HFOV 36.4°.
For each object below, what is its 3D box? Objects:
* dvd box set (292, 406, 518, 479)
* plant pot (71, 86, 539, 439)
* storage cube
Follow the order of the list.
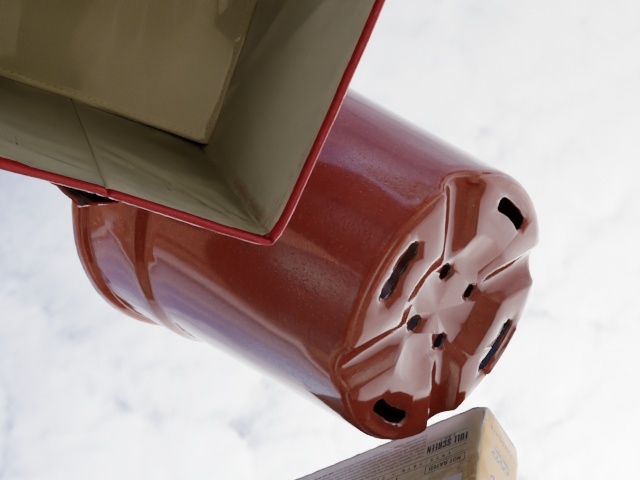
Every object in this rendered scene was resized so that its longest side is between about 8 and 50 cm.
[{"bbox_3d":[-0.026,0.302,0.612,0.308,0.420,0.062,-29,-72,24],"label":"dvd box set"},{"bbox_3d":[0.000,0.000,0.736,0.265,0.272,0.272,30,-67,39],"label":"plant pot"},{"bbox_3d":[-0.095,-0.136,0.505,0.184,0.193,0.215,17,-73,-28],"label":"storage cube"}]
